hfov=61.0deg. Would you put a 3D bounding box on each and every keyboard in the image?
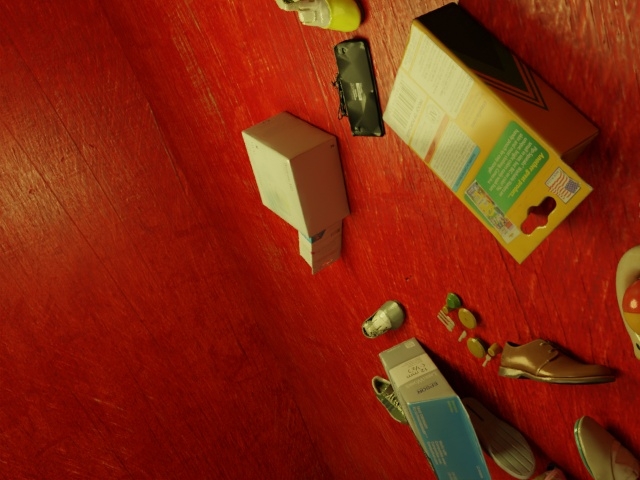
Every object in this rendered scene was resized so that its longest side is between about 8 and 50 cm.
[{"bbox_3d":[0.071,-0.291,1.039,0.100,0.038,0.192,10,131,33],"label":"keyboard"}]

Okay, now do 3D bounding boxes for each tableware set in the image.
[{"bbox_3d":[0.311,0.182,1.129,0.154,0.024,0.104,49,153,28],"label":"tableware set"}]

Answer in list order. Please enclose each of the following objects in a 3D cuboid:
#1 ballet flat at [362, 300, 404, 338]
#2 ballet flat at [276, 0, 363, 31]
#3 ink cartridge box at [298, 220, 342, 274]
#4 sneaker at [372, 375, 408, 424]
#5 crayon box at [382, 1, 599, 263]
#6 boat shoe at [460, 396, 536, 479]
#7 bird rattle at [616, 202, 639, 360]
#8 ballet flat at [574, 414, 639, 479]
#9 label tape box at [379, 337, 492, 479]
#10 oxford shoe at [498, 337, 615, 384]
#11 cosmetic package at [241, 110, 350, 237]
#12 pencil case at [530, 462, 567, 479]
[{"bbox_3d":[0.162,0.219,1.441,0.072,0.068,0.213,55,158,12],"label":"ballet flat"},{"bbox_3d":[-0.021,-0.427,0.981,0.231,0.077,0.077,44,153,33],"label":"ballet flat"},{"bbox_3d":[0.000,0.000,1.458,0.061,0.104,0.181,47,155,30],"label":"ink cartridge box"},{"bbox_3d":[0.219,0.483,1.664,0.192,0.064,0.086,30,150,57],"label":"sneaker"},{"bbox_3d":[0.237,-0.148,0.771,0.323,0.083,0.203,52,158,19],"label":"crayon box"},{"bbox_3d":[0.400,0.447,1.223,0.226,0.083,0.076,51,171,52],"label":"boat shoe"},{"bbox_3d":[0.403,0.076,0.634,0.207,0.143,0.253,70,179,-86],"label":"bird rattle"},{"bbox_3d":[0.509,0.403,0.923,0.086,0.086,0.248,8,127,64],"label":"ballet flat"},{"bbox_3d":[0.268,0.422,1.271,0.347,0.115,0.249,-115,2,-71],"label":"label tape box"},{"bbox_3d":[0.392,0.205,0.924,0.212,0.076,0.076,-7,74,57],"label":"oxford shoe"},{"bbox_3d":[-0.059,-0.164,1.333,0.225,0.138,0.224,35,148,44],"label":"cosmetic package"},{"bbox_3d":[0.537,0.633,1.037,0.386,0.167,0.160,48,138,29],"label":"pencil case"}]
